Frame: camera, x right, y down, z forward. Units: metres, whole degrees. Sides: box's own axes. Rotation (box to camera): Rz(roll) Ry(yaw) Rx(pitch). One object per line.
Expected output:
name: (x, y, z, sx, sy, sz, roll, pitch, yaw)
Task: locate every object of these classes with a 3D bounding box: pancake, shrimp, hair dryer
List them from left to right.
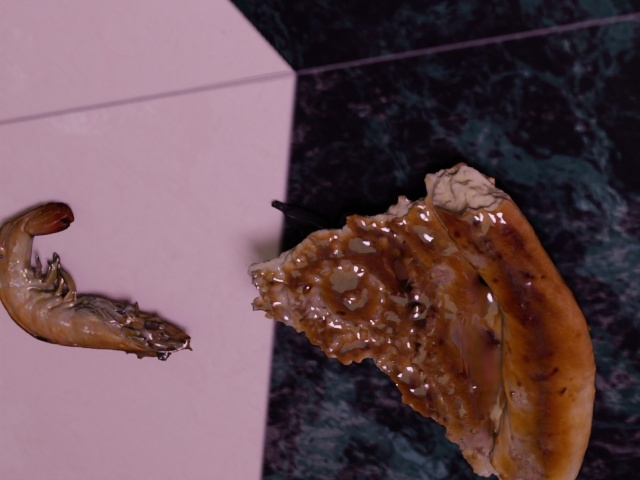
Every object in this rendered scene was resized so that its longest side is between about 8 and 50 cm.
shrimp: (-0.176, 0.031, 1.488, 0.178, 0.034, 0.124, 10, 118, 28)
hair dryer: (0.000, 0.000, 1.379, 0.083, 0.031, 0.079, 32, 140, 25)
pancake: (0.067, 0.067, 1.333, 0.244, 0.057, 0.266, 5, 121, 10)
